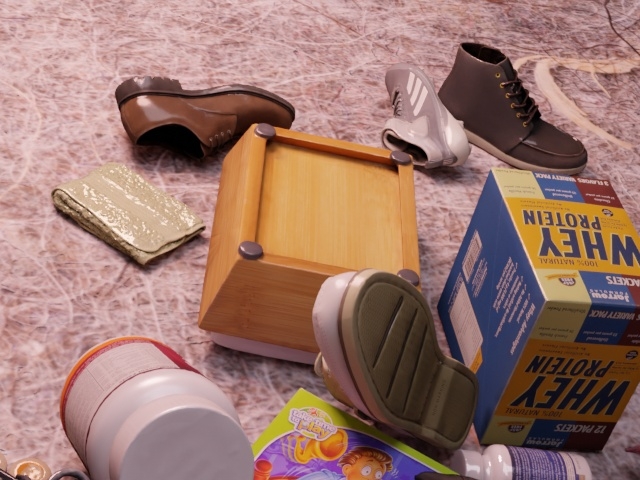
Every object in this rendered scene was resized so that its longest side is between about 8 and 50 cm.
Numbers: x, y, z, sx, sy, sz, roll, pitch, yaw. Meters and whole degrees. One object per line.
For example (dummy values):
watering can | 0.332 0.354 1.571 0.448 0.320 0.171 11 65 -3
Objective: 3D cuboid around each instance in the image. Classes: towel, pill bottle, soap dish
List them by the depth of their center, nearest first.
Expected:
pill bottle | -0.132 0.153 0.968 0.121 0.121 0.221 0 7 -21
pill bottle | 0.182 0.223 1.121 0.120 0.067 0.067 9 37 -11
soap dish | 0.000 0.000 1.296 0.229 0.118 0.291 11 38 -7
towel | -0.208 -0.033 1.333 0.148 0.027 0.110 33 38 20

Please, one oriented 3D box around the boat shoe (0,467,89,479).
boat shoe | -0.204 0.253 0.845 0.500 0.156 0.187 35 43 20

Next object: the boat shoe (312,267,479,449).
boat shoe | 0.047 0.109 1.076 0.103 0.302 0.113 12 68 28

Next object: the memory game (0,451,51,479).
memory game | -0.272 0.236 0.973 0.186 0.012 0.186 11 37 -8

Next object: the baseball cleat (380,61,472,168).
baseball cleat | 0.114 -0.167 1.597 0.109 0.072 0.206 -12 41 -23

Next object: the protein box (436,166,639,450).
protein box | 0.226 0.069 1.225 0.136 0.200 0.201 5 39 -15

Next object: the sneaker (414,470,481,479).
sneaker | 0.084 0.270 0.877 0.130 0.109 0.286 17 27 12

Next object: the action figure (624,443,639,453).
action figure | 0.480 0.204 1.161 0.370 0.248 0.276 0 -2 17

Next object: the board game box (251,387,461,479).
board game box | 0.070 0.288 0.983 0.347 0.078 0.233 27 38 14

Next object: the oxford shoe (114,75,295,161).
oxford shoe | -0.132 -0.135 1.469 0.227 0.083 0.096 -2 63 -26

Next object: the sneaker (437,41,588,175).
sneaker | 0.262 -0.173 1.620 0.222 0.118 0.083 24 37 10
